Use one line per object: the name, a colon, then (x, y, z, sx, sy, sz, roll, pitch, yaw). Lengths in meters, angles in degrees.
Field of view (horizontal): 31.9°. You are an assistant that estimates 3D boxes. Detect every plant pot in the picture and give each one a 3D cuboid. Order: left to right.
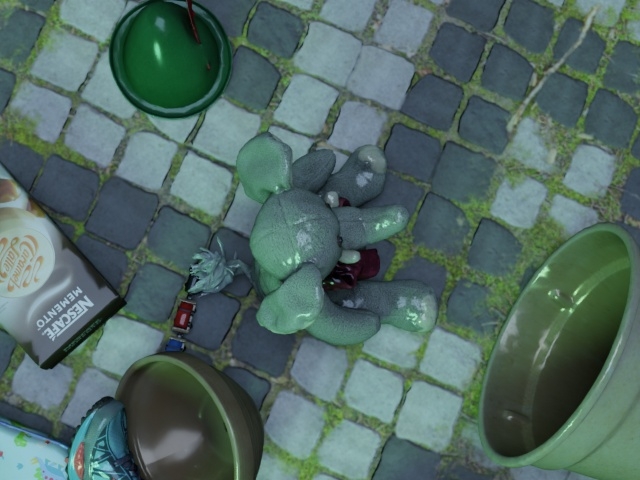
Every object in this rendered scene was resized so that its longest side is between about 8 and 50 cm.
plant pot: (-0.151, 0.250, 1.429, 0.109, 0.237, 0.237, -14, 80, -49)
plant pot: (0.419, 0.193, 1.428, 0.305, 0.334, 0.334, 27, 79, -11)

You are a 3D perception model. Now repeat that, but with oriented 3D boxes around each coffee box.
coffee box: (-0.390, 0.033, 1.472, 0.141, 0.098, 0.246, -43, 87, -10)

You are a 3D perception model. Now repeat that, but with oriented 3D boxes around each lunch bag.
lunch bag: (-0.424, 0.314, 1.429, 0.219, 0.090, 0.176, 20, 79, -1)

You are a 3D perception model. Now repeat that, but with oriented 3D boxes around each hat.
hat: (-0.208, -0.285, 1.496, 0.173, 0.183, 0.209, -18, 83, -7)

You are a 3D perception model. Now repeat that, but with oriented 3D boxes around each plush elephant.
plush elephant: (0.000, 0.000, 1.417, 0.330, 0.255, 0.272, -10, 81, -14)

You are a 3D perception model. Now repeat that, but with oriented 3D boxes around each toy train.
toy train: (-0.184, 0.105, 1.510, 0.027, 0.036, 0.158, 16, 80, -2)

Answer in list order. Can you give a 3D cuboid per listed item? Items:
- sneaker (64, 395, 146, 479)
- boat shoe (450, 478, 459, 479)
sneaker: (-0.238, 0.321, 1.404, 0.125, 0.104, 0.262, 5, 106, 21)
boat shoe: (0.172, 0.366, 1.481, 0.257, 0.095, 0.095, 4, 67, -10)
